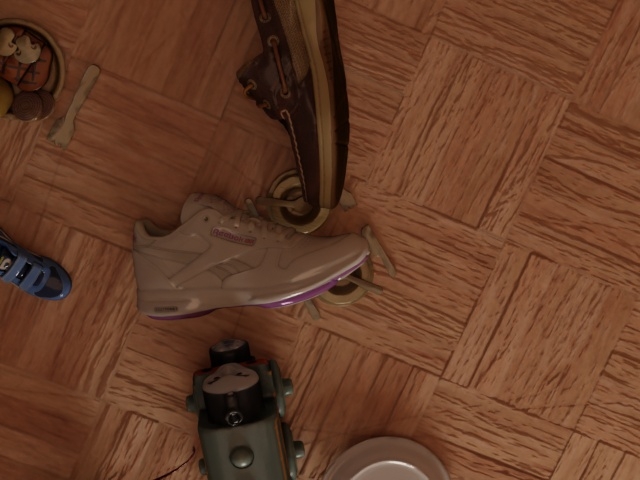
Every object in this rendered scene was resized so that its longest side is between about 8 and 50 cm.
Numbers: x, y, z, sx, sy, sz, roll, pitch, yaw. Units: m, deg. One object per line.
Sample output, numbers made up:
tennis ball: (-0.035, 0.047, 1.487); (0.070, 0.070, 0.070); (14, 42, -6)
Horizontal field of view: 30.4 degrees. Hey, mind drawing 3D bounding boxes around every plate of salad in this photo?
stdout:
plate of salad: (0.084, 0.359, 1.570); (0.200, 0.048, 0.200); (0, 89, -14)

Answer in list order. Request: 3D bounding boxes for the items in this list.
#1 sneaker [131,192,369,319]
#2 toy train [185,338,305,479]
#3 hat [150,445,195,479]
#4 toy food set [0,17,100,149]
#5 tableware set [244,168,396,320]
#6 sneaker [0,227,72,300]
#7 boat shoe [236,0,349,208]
sneaker: (-0.095, 0.009, 1.435); (0.305, 0.114, 0.152); (-9, 96, 13)
toy train: (-0.086, 0.295, 1.476); (0.142, 0.190, 0.334); (-9, 102, -3)
hat: (-0.267, 0.345, 1.531); (0.183, 0.208, 0.173); (-55, 146, -26)
toy food set: (-0.374, -0.203, 1.430); (0.192, 0.038, 0.132); (27, 98, -9)
tableware set: (0.000, 0.000, 1.499); (0.128, 0.039, 0.194); (-30, 102, 2)
sneaker: (-0.378, 0.033, 1.468); (0.144, 0.059, 0.053); (32, 95, -11)
boat shoe: (-0.040, -0.204, 1.424); (0.123, 0.123, 0.342); (-6, 102, 11)
